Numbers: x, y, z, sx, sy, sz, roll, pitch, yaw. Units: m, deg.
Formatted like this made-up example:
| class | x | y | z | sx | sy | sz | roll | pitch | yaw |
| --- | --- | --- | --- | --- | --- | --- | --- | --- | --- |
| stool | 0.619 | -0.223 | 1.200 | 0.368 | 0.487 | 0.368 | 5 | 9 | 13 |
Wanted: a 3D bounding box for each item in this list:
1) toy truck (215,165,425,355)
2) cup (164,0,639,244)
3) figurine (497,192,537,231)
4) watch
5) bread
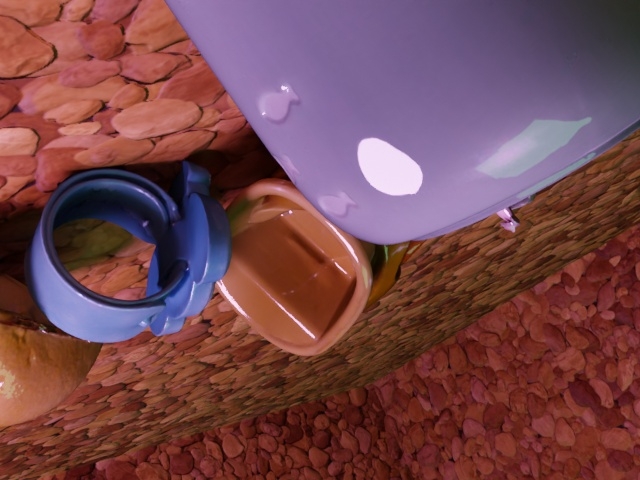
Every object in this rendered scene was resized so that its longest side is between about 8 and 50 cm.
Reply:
| class | x | y | z | sx | sy | sz | roll | pitch | yaw |
| --- | --- | --- | --- | --- | --- | --- | --- | --- | --- |
| toy truck | 0.000 | 0.000 | 1.010 | 0.211 | 0.204 | 0.288 | -43 | 175 | -40 |
| cup | 0.047 | -0.164 | 0.495 | 0.259 | 0.275 | 0.357 | -32 | -175 | 3 |
| figurine | 0.180 | -0.146 | 0.865 | 0.284 | 0.206 | 0.316 | -53 | 161 | -40 |
| watch | -0.215 | 0.008 | 0.913 | 0.193 | 0.211 | 0.211 | 5 | 150 | -29 |
| bread | -0.365 | 0.118 | 0.936 | 0.204 | 0.163 | 0.262 | 13 | 175 | 25 |
